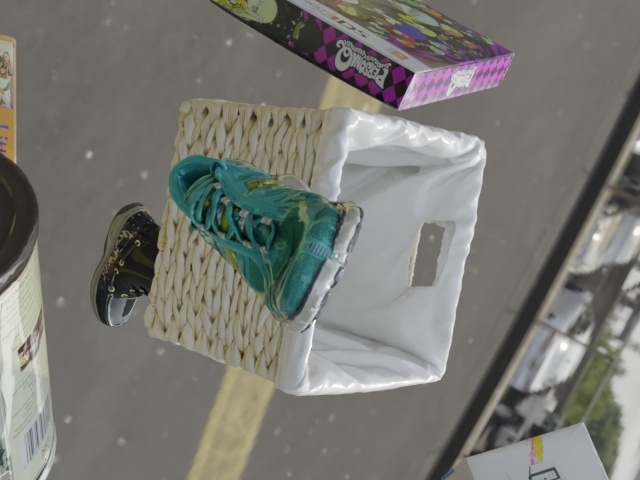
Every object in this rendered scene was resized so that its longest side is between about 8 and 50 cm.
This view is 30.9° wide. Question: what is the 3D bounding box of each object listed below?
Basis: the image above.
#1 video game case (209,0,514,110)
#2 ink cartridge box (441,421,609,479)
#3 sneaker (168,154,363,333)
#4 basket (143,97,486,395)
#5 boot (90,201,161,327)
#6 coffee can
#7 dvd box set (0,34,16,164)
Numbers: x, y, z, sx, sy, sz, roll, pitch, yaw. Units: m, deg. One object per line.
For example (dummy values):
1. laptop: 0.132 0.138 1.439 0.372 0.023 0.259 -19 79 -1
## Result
1. video game case: 0.041 -0.192 1.038 0.232 0.210 0.042 -22 141 -58
2. ink cartridge box: 0.362 0.442 2.014 0.233 0.168 0.171 -14 159 -15
3. sneaker: -0.052 -0.008 0.882 0.107 0.110 0.275 -64 -156 1
4. basket: 0.000 0.000 1.444 0.331 0.266 0.328 5 97 -52
5. boot: -0.272 0.079 1.833 0.085 0.178 0.236 -21 139 -47
6. coffee can: -0.317 0.083 0.910 0.201 0.201 0.275 -43 152 -41
7. dvd box set: -0.409 0.026 1.254 0.062 0.420 0.308 9 156 -34
